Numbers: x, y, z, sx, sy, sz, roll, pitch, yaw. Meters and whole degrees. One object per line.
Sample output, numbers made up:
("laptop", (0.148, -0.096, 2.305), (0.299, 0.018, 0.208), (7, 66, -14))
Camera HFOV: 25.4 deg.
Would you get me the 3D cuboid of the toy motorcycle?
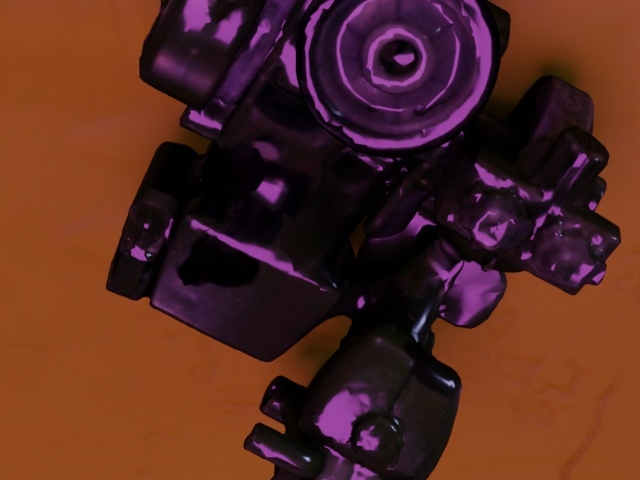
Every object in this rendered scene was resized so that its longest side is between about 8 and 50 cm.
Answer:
("toy motorcycle", (0.000, 0.000, 0.580), (0.205, 0.127, 0.275), (27, 121, -10))
